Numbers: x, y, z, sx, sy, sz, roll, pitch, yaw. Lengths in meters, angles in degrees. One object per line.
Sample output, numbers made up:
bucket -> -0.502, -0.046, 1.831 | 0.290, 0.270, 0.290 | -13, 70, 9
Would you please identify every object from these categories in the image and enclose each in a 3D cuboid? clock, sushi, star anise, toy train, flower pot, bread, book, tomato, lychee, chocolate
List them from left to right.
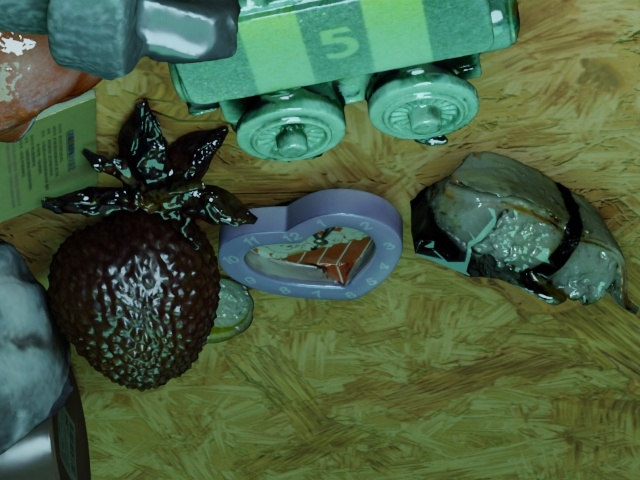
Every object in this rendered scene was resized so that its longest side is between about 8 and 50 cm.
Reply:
chocolate -> -0.425, 0.083, 2.075 | 0.303, 0.303, 0.213 | -3, 127, 9
tomato -> -0.272, -0.185, 1.638 | 0.208, 0.208, 0.184 | -22, 98, 35
book -> -0.305, -0.065, 1.940 | 0.192, 0.013, 0.168 | -23, 155, -17
flower pot -> -0.173, -0.271, 1.413 | 0.282, 0.299, 0.299 | 12, 150, -2
lychee -> -0.192, 0.054, 2.073 | 0.194, 0.194, 0.194 | 1, 150, 1
star anise -> -0.158, -0.069, 1.961 | 0.212, 0.053, 0.157 | 16, 118, -3
bread -> -0.164, 0.080, 2.226 | 0.157, 0.083, 0.094 | 14, 160, -23
clock -> 0.000, 0.000, 2.078 | 0.198, 0.064, 0.172 | -14, 147, 26
toy train -> 0.012, -0.181, 1.633 | 0.299, 0.167, 0.238 | -12, 153, 5
sushi -> 0.229, -0.009, 2.012 | 0.272, 0.134, 0.109 | 21, 115, -14

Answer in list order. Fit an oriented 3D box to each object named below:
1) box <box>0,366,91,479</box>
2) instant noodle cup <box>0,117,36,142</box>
box -> -0.395, 0.252, 2.347 | 0.216, 0.301, 0.301 | -7, 150, 0
instant noodle cup -> -0.329, -0.145, 1.800 | 0.135, 0.127, 0.127 | 15, 149, -37
